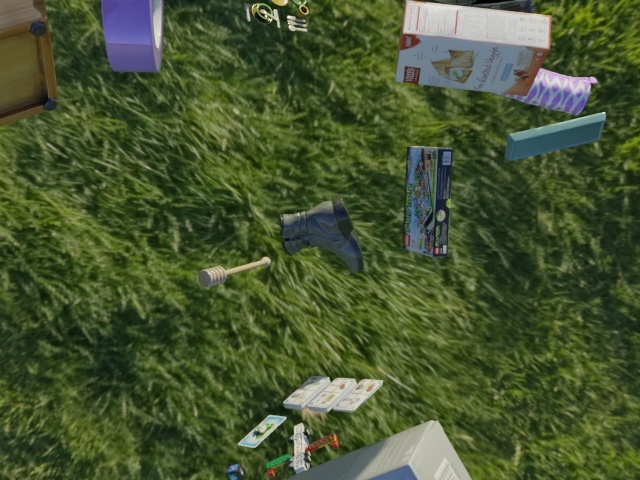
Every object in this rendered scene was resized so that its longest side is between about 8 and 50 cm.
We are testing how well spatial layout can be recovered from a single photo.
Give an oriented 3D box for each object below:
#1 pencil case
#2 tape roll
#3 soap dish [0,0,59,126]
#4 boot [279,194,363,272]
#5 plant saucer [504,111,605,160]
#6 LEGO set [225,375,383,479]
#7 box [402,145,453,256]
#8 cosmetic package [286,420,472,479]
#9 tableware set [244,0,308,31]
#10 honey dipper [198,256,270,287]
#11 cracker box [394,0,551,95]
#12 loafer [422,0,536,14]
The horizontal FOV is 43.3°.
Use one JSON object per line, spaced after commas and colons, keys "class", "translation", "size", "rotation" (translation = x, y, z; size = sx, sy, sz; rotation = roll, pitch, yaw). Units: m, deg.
{"class": "pencil case", "translation": [0.456, -0.324, 1.670], "size": [0.206, 0.086, 0.088], "rotation": [14, 124, -7]}
{"class": "tape roll", "translation": [-0.360, -0.466, 1.561], "size": [0.090, 0.275, 0.275], "rotation": [0, 91, -7]}
{"class": "soap dish", "translation": [-0.530, -0.257, 1.190], "size": [0.290, 0.229, 0.118], "rotation": [-26, 64, -27]}
{"class": "boot", "translation": [0.000, 0.000, 1.782], "size": [0.161, 0.246, 0.083], "rotation": [-17, 50, 5]}
{"class": "plant saucer", "translation": [0.443, -0.193, 1.515], "size": [0.192, 0.067, 0.018], "rotation": [-14, 55, -4]}
{"class": "LEGO set", "translation": [-0.027, 0.302, 1.244], "size": [0.244, 0.182, 0.060], "rotation": [-37, 108, -36]}
{"class": "box", "translation": [0.208, -0.078, 1.568], "size": [0.036, 0.114, 0.207], "rotation": [-2, 99, -25]}
{"class": "cosmetic package", "translation": [0.057, 0.321, 0.950], "size": [0.238, 0.107, 0.127], "rotation": [-28, 96, 33]}
{"class": "tableware set", "translation": [-0.091, -0.492, 1.676], "size": [0.154, 0.024, 0.104], "rotation": [2, 69, -33]}
{"class": "honey dipper", "translation": [-0.138, 0.049, 1.358], "size": [0.030, 0.160, 0.031], "rotation": [9, 105, 37]}
{"class": "cracker box", "translation": [0.244, -0.312, 1.324], "size": [0.232, 0.156, 0.067], "rotation": [7, 73, 4]}
{"class": "loafer", "translation": [0.287, -0.429, 1.463], "size": [0.076, 0.223, 0.078], "rotation": [-36, 137, -39]}
